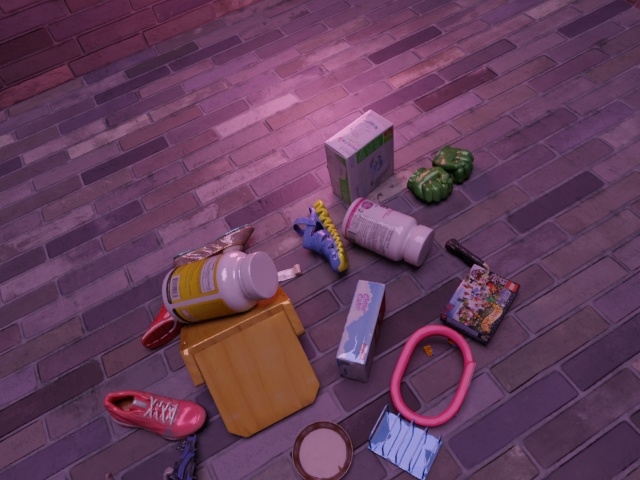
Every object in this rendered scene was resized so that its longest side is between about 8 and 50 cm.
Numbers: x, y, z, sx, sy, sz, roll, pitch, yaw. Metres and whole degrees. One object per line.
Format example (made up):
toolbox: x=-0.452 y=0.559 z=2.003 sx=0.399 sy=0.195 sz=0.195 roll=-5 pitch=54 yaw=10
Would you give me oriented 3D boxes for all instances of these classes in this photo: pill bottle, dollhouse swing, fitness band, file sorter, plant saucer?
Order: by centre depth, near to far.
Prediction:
file sorter: x=0.226 y=0.537 z=1.377 sx=0.170 sy=0.104 sz=0.118 roll=24 pitch=62 yaw=23
plant saucer: x=0.006 y=0.587 z=1.422 sx=0.169 sy=0.029 sz=0.168 roll=-4 pitch=54 yaw=5
fitness band: x=0.321 y=0.386 z=1.477 sx=0.209 sy=0.054 sz=0.290 roll=21 pitch=73 yaw=21
pill bottle: x=-0.303 y=0.138 z=1.574 sx=0.334 sy=0.188 sz=0.187 roll=-15 pitch=50 yaw=28
dollhouse swing: x=-0.208 y=0.364 z=1.597 sx=0.347 sy=0.304 sz=0.315 roll=-26 pitch=14 yaw=-9
pill bottle: x=0.229 y=-0.027 z=1.744 sx=0.283 sy=0.160 sz=0.160 roll=24 pitch=62 yaw=23

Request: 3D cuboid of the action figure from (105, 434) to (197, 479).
action figure: x=-0.416 y=0.699 z=1.367 sx=0.330 sy=0.178 sz=0.341 roll=3 pitch=28 yaw=3

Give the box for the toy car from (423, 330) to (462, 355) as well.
toy car: x=0.377 y=0.316 z=1.565 sx=0.122 sy=0.060 sz=0.040 roll=-22 pitch=97 yaw=13

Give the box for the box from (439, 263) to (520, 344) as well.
box: x=0.498 y=0.193 z=1.598 sx=0.159 sy=0.044 sz=0.233 roll=26 pitch=55 yaw=25

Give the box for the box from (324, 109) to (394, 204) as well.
box: x=0.146 y=-0.301 z=1.890 sx=0.231 sy=0.262 sz=0.127 roll=-39 pitch=58 yaw=-19

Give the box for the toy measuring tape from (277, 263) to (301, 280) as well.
toy measuring tape: x=-0.233 y=0.116 z=1.743 sx=0.330 sy=0.121 sz=0.121 roll=-14 pitch=54 yaw=-1

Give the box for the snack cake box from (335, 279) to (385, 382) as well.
snack cake box: x=0.127 y=0.272 z=1.551 sx=0.089 sy=0.152 sz=0.264 roll=10 pitch=57 yaw=16

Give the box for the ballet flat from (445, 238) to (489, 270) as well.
ballet flat: x=0.493 y=0.046 z=1.714 sx=0.049 sy=0.057 sz=0.173 roll=-36 pitch=58 yaw=-23

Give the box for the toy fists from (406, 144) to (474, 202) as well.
toy fists: x=0.456 y=-0.249 z=1.907 sx=0.279 sy=0.096 sz=0.142 roll=-41 pitch=60 yaw=-21

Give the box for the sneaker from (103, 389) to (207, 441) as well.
sneaker: x=-0.488 y=0.502 z=1.493 sx=0.314 sy=0.136 sz=0.115 roll=4 pitch=57 yaw=11

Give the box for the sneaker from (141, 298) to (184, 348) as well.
sneaker: x=-0.518 y=0.256 z=1.725 sx=0.221 sy=0.087 sz=0.128 roll=-38 pitch=43 yaw=-20

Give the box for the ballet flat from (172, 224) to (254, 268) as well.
ballet flat: x=-0.366 y=0.052 z=1.832 sx=0.316 sy=0.107 sz=0.106 roll=-25 pitch=75 yaw=-3

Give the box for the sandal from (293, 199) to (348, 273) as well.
sandal: x=0.000 y=0.000 z=1.794 sx=0.138 sy=0.126 sz=0.317 roll=-24 pitch=46 yaw=-4
